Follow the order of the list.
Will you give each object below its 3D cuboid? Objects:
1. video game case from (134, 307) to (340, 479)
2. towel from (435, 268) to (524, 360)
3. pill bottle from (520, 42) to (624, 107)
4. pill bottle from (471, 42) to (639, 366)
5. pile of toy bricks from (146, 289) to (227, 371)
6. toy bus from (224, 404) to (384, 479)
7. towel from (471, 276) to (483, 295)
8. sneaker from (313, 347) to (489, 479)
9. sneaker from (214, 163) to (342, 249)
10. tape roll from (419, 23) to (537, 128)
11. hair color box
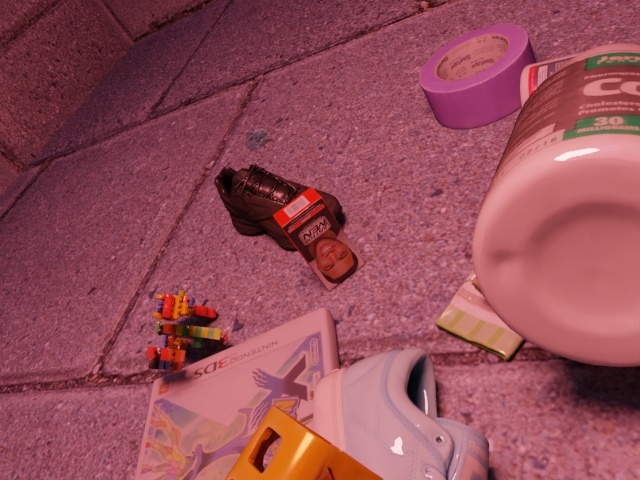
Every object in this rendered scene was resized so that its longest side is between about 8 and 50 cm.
[{"bbox_3d":[-0.107,0.261,0.721,0.300,0.036,0.329,-25,36,15],"label":"video game case"},{"bbox_3d":[0.219,0.061,0.692,0.152,0.023,0.113,-48,36,-17],"label":"towel"},{"bbox_3d":[0.379,-0.209,0.798,0.180,0.108,0.108,-6,45,36],"label":"pill bottle"},{"bbox_3d":[0.283,-0.066,0.573,0.204,0.204,0.361,-10,25,32],"label":"pill bottle"},{"bbox_3d":[-0.191,0.138,0.871,0.212,0.105,0.118,131,146,-75],"label":"pile of toy bricks"},{"bbox_3d":[-0.046,0.227,0.432,0.191,0.104,0.202,-37,26,25],"label":"toy bus"},{"bbox_3d":[0.253,0.056,0.641,0.110,0.027,0.148,-43,53,-9],"label":"towel"},{"bbox_3d":[0.085,0.230,0.511,0.150,0.135,0.366,-32,35,14],"label":"sneaker"},{"bbox_3d":[-0.088,-0.068,1.007,0.286,0.130,0.109,7,51,43],"label":"sneaker"},{"bbox_3d":[0.272,-0.283,0.998,0.189,0.080,0.189,-22,37,18],"label":"tape roll"},{"bbox_3d":[0.000,0.000,0.842,0.072,0.141,0.043,-38,35,-2],"label":"hair color box"}]
